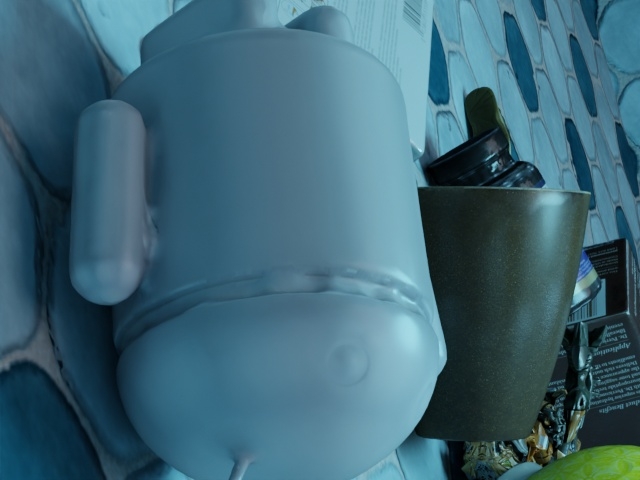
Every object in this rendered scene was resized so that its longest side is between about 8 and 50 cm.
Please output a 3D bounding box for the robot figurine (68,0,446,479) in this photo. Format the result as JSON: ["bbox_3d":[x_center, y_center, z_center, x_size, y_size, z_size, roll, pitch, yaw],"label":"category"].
[{"bbox_3d":[-0.033,0.008,1.122,0.300,0.199,0.354,17,56,-38],"label":"robot figurine"}]

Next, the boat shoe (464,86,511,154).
[{"bbox_3d":[0.219,-0.125,2.245,0.049,0.056,0.152,45,34,-49],"label":"boat shoe"}]

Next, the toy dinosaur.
[{"bbox_3d":[0.214,0.201,1.894,0.322,0.164,0.218,79,15,-79],"label":"toy dinosaur"}]

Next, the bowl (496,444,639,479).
[{"bbox_3d":[0.234,0.302,1.718,0.156,0.289,0.289,35,-8,35],"label":"bowl"}]

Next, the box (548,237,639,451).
[{"bbox_3d":[0.324,0.138,2.164,0.167,0.168,0.203,-77,148,-57],"label":"box"}]

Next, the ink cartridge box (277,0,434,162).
[{"bbox_3d":[0.002,-0.213,1.655,0.239,0.060,0.275,38,33,-22],"label":"ink cartridge box"}]

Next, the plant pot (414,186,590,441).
[{"bbox_3d":[0.142,0.068,1.661,0.215,0.215,0.231,2,89,-72],"label":"plant pot"}]

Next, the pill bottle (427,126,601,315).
[{"bbox_3d":[0.214,-0.012,1.999,0.219,0.122,0.123,60,19,-4],"label":"pill bottle"}]
